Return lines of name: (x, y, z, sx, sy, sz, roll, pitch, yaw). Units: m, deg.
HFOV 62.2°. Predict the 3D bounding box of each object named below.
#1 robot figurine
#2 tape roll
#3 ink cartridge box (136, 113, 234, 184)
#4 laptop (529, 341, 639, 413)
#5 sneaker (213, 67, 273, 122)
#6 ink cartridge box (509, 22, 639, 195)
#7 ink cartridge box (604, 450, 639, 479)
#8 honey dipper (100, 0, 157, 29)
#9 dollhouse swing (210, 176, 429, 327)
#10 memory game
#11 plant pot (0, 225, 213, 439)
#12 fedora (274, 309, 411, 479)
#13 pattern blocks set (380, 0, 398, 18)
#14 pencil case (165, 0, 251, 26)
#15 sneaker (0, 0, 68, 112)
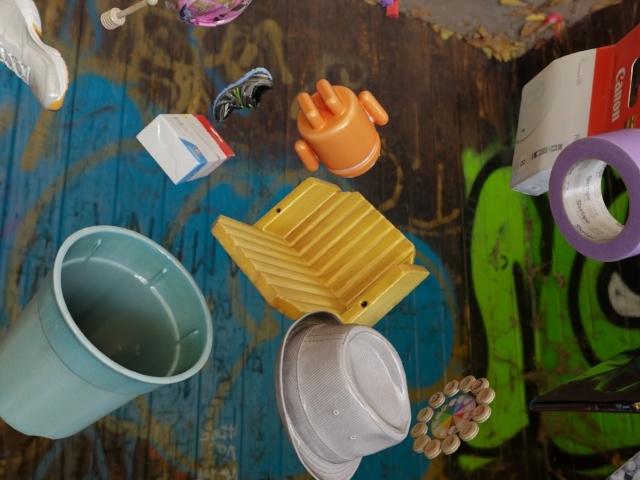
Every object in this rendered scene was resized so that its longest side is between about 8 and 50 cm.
robot figurine: (0.040, -0.207, 1.022, 0.128, 0.158, 0.219, 17, 162, 35)
tape roll: (0.440, -0.068, 0.797, 0.080, 0.189, 0.189, -12, 172, -16)
ink cartridge box: (-0.296, -0.214, 1.210, 0.078, 0.134, 0.231, -38, -177, 17)
laptop: (0.548, 0.214, 0.615, 0.381, 0.236, 0.408, -21, 167, -15)
sneaker: (-0.202, -0.369, 1.379, 0.188, 0.078, 0.067, -34, 166, 12)
ink cartridge box: (0.593, -0.308, 1.245, 0.091, 0.308, 0.385, 15, 165, -6)
ink cartridge box: (0.610, 0.479, 0.920, 0.045, 0.208, 0.206, -5, 133, -41)
honey dipper: (-0.329, -0.398, 0.921, 0.160, 0.031, 0.030, 4, 173, 41)
dollhouse swing: (0.000, 0.000, 1.155, 0.315, 0.347, 0.305, -42, 151, -2)
memory game: (0.236, 0.316, 0.965, 0.186, 0.012, 0.186, -40, -172, 7)
plant pot: (-0.454, 0.203, 1.051, 0.334, 0.341, 0.341, -37, 153, 21)
fedora: (0.053, 0.229, 0.801, 0.124, 0.276, 0.244, -17, -163, 33)
pattern blocks set: (0.093, -0.504, 0.752, 0.026, 0.325, 0.285, 2, -166, 11)
pencil case: (-0.270, -0.583, 0.950, 0.167, 0.386, 0.160, -29, -176, -4)
sneaker: (-0.555, -0.338, 0.962, 0.121, 0.262, 0.099, -15, 157, -48)
